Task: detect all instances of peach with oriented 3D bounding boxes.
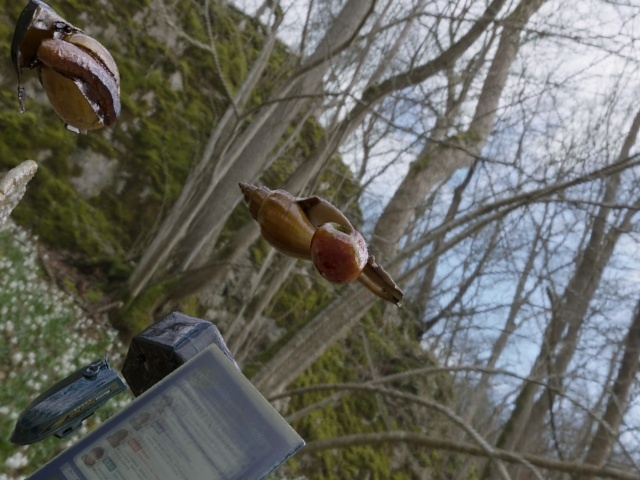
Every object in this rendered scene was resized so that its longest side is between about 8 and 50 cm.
[{"bbox_3d":[0.019,0.024,1.091,0.098,0.061,0.098,10,-67,24],"label":"peach"}]

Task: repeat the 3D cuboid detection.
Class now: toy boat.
[{"bbox_3d":[-0.629,0.412,1.828,0.114,0.296,0.122,27,-41,40],"label":"toy boat"}]

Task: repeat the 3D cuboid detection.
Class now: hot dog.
[{"bbox_3d":[-0.463,-0.299,1.412,0.107,0.194,0.326,23,-3,13],"label":"hot dog"}]

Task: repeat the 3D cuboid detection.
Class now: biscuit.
[{"bbox_3d":[-0.537,-0.024,1.169,0.040,0.265,0.188,35,-28,-13],"label":"biscuit"}]

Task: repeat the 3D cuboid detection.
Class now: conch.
[{"bbox_3d":[-0.001,0.001,1.203,0.330,0.109,0.093,36,-17,0],"label":"conch"}]

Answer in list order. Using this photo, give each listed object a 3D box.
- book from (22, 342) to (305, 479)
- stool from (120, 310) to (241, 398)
[{"bbox_3d":[-0.209,0.297,0.971,0.228,0.322,0.018,40,-26,36],"label":"book"},{"bbox_3d":[-0.292,0.271,1.521,0.232,0.141,0.232,16,-59,29],"label":"stool"}]
